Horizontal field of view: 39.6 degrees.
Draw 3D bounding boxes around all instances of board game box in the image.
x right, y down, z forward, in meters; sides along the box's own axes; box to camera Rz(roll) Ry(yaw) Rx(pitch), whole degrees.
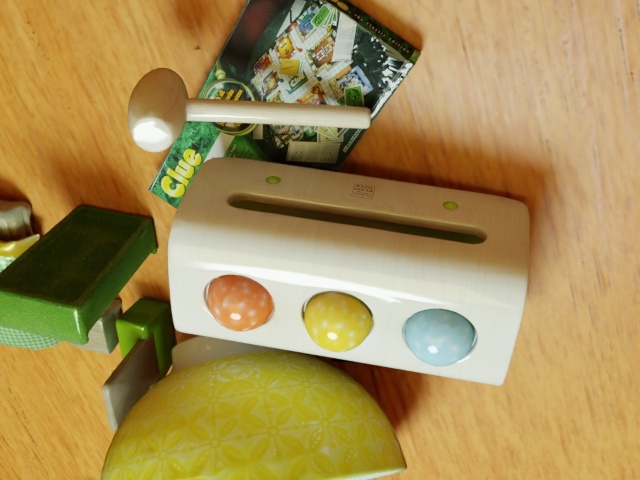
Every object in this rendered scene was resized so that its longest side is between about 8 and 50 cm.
[{"bbox_3d":[-0.041,-0.095,0.748,0.136,0.030,0.259,33,129,-5],"label":"board game box"}]

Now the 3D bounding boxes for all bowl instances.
[{"bbox_3d":[-0.075,0.170,0.847,0.289,0.289,0.156,-22,71,33],"label":"bowl"}]

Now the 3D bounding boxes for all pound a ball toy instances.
[{"bbox_3d":[0.000,0.000,0.697,0.319,0.135,0.208,9,131,6],"label":"pound a ball toy"}]

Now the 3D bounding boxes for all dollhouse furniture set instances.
[{"bbox_3d":[-0.321,0.071,0.901,0.302,0.151,0.197,10,127,16],"label":"dollhouse furniture set"}]

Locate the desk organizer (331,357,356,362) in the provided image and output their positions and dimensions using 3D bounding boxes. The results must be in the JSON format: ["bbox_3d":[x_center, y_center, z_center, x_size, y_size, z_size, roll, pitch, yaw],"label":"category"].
[{"bbox_3d":[0.077,0.086,0.812,0.130,0.050,0.047,4,160,1],"label":"desk organizer"}]
